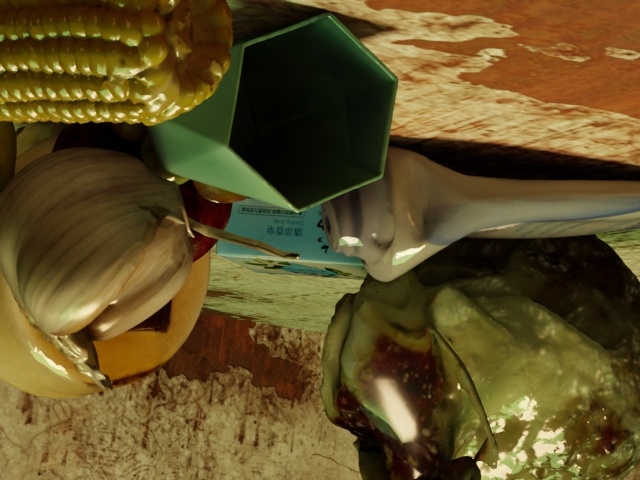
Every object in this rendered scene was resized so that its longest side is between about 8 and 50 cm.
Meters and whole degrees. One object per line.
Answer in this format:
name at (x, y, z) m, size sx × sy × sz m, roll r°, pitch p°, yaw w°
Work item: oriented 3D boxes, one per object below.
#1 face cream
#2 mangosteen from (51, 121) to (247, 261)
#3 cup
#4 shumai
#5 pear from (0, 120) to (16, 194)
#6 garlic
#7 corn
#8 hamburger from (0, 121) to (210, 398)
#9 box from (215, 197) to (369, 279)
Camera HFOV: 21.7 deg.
face cream at (0.208, -0.035, 1.718) m, size 0.420 × 0.137 × 0.235 m, roll -3°, pitch 173°, yaw -13°
mangosteen at (-0.155, -0.064, 1.567) m, size 0.200 × 0.200 × 0.200 m, roll 7°, pitch 172°, yaw 1°
cup at (-0.058, -0.099, 1.325) m, size 0.148 × 0.134 × 0.235 m, roll 46°, pitch 162°, yaw -22°
shumai at (0.147, 0.129, 1.859) m, size 0.395 × 0.395 × 0.348 m, roll 1°, pitch 175°, yaw 36°
pear at (-0.361, -0.079, 1.443) m, size 0.209 × 0.209 × 0.209 m, roll 7°, pitch 172°, yaw 1°
garlic at (-0.162, 0.038, 1.427) m, size 0.256 × 0.207 × 0.207 m, roll 18°, pitch 171°, yaw -7°
corn at (-0.226, -0.142, 1.164) m, size 0.344 × 0.131 × 0.131 m, roll 2°, pitch 171°, yaw 31°
hamburger at (-0.257, 0.023, 1.771) m, size 0.302 × 0.302 × 0.170 m, roll 14°, pitch 176°, yaw -41°
box at (0.000, 0.000, 2.131) m, size 0.232 × 0.083 × 0.142 m, roll 5°, pitch 171°, yaw 20°
